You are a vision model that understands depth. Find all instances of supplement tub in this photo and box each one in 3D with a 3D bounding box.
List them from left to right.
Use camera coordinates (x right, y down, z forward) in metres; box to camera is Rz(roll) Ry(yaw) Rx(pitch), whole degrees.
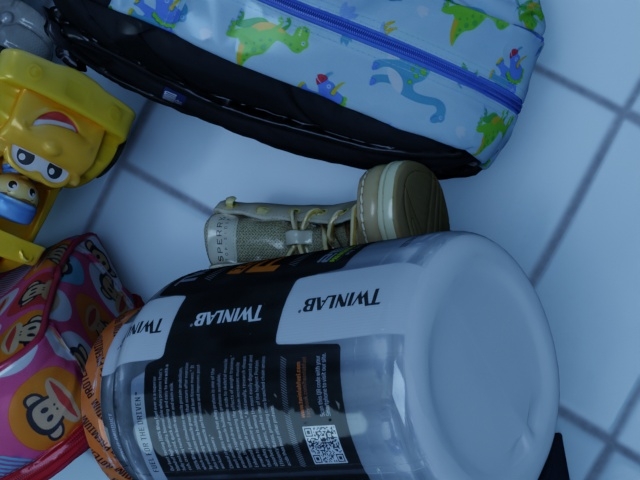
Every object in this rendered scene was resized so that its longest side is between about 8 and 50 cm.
[{"bbox_3d":[-0.010,0.105,1.017,0.316,0.193,0.194,-10,92,38],"label":"supplement tub"}]

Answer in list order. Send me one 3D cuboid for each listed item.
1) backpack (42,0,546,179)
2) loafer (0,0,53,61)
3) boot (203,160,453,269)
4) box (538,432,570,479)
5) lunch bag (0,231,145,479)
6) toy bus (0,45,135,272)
[{"bbox_3d":[-0.003,-0.172,1.130,0.355,0.290,0.273,33,84,1],"label":"backpack"},{"bbox_3d":[-0.384,-0.217,1.276,0.319,0.111,0.112,34,61,2],"label":"loafer"},{"bbox_3d":[0.000,0.000,1.148,0.203,0.262,0.095,6,77,14],"label":"boot"},{"bbox_3d":[0.041,0.283,1.109,0.312,0.343,0.179,-11,90,13],"label":"box"},{"bbox_3d":[-0.286,0.122,1.193,0.258,0.293,0.120,-28,107,13],"label":"lunch bag"},{"bbox_3d":[-0.277,-0.036,1.186,0.220,0.149,0.211,-14,55,48],"label":"toy bus"}]
